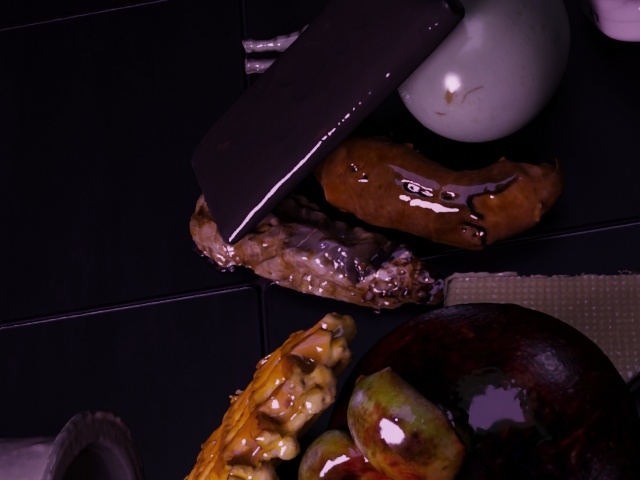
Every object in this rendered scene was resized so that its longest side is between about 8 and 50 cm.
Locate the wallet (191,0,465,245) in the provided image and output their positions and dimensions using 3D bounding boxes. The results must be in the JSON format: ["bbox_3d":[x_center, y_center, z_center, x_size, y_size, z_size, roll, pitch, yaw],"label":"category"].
[{"bbox_3d":[-0.005,-0.166,1.805,0.377,0.051,0.197,-45,36,14],"label":"wallet"}]

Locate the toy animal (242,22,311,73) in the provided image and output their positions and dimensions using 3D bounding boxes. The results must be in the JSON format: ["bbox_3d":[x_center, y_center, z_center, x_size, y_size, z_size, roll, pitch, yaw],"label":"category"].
[{"bbox_3d":[-0.015,-0.223,1.988,0.170,0.090,0.255,6,57,12],"label":"toy animal"}]

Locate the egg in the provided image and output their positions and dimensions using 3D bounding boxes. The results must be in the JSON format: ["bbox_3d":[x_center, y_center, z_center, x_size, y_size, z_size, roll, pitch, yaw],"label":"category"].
[{"bbox_3d":[0.185,-0.225,1.860,0.203,0.203,0.282,7,33,18],"label":"egg"}]

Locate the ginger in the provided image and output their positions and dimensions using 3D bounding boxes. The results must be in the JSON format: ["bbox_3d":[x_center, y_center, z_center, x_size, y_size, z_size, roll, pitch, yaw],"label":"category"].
[{"bbox_3d":[0.117,-0.061,1.815,0.309,0.107,0.133,10,47,18],"label":"ginger"}]

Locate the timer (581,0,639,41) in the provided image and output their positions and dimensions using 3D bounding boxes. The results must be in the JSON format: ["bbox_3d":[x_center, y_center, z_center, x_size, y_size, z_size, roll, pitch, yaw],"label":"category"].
[{"bbox_3d":[0.440,-0.313,1.899,0.262,0.087,0.237,-14,23,1],"label":"timer"}]

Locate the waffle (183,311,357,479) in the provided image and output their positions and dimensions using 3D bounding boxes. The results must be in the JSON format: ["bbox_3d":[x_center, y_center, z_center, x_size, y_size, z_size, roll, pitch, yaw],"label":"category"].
[{"bbox_3d":[-0.077,0.209,1.544,0.068,0.325,0.302,35,52,-4],"label":"waffle"}]

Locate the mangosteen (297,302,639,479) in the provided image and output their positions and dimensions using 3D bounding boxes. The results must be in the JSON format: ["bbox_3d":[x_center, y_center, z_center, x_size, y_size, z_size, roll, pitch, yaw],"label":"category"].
[{"bbox_3d":[0.134,0.205,1.467,0.330,0.330,0.330,-6,52,8],"label":"mangosteen"}]

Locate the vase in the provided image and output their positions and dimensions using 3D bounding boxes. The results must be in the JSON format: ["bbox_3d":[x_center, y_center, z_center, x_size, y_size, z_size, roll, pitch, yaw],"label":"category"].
[{"bbox_3d":[-0.344,0.282,1.591,0.291,0.245,0.245,-1,53,19],"label":"vase"}]

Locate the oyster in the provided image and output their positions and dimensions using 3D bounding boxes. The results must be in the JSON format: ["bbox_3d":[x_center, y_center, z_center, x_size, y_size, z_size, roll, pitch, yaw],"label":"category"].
[{"bbox_3d":[-0.002,0.002,1.825,0.345,0.078,0.128,19,51,28],"label":"oyster"}]

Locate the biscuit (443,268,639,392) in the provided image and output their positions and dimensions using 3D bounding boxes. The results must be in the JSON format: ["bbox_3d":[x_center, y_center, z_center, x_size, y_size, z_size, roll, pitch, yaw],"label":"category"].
[{"bbox_3d":[0.252,0.104,1.692,0.252,0.052,0.150,-2,58,6],"label":"biscuit"}]
